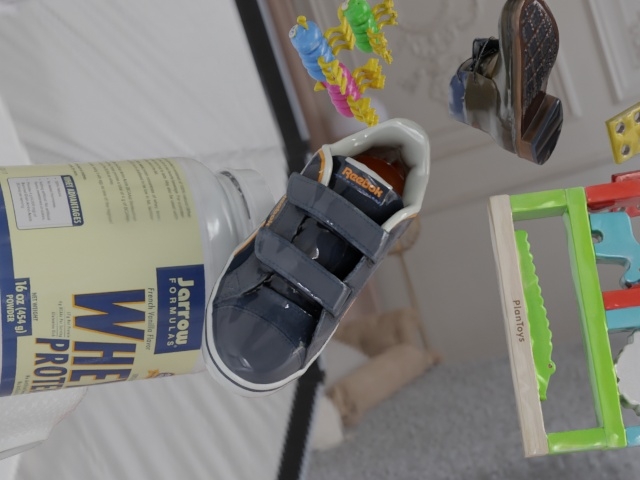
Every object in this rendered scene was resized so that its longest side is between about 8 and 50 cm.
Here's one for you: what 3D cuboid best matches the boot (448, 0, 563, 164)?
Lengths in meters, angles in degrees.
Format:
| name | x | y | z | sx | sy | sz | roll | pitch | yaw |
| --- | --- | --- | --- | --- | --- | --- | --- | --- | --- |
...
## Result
| name | x | y | z | sx | sy | sz | roll | pitch | yaw |
| --- | --- | --- | --- | --- | --- | --- | --- | --- | --- |
| boot | 0.158 | -0.154 | 1.135 | 0.106 | 0.219 | 0.082 | 23 | 65 | 26 |

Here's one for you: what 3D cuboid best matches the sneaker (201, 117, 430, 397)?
| name | x | y | z | sx | sy | sz | roll | pitch | yaw |
| --- | --- | --- | --- | --- | --- | --- | --- | --- | --- |
| sneaker | 0.000 | 0.000 | 1.171 | 0.321 | 0.126 | 0.127 | -57 | 1 | -34 |

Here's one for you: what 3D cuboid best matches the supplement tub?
| name | x | y | z | sx | sy | sz | roll | pitch | yaw |
| --- | --- | --- | --- | --- | --- | --- | --- | --- | --- |
| supplement tub | -0.220 | 0.032 | 1.284 | 0.324 | 0.235 | 0.235 | -5 | -1 | -21 |

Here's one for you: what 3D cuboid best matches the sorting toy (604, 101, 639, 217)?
| name | x | y | z | sx | sy | sz | roll | pitch | yaw |
| --- | --- | --- | --- | --- | --- | --- | --- | --- | --- |
| sorting toy | 0.396 | -0.087 | 1.214 | 0.274 | 0.132 | 0.046 | -7 | 21 | -26 |

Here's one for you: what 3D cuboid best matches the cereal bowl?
| name | x | y | z | sx | sy | sz | roll | pitch | yaw |
| --- | --- | --- | --- | --- | --- | --- | --- | --- | --- |
| cereal bowl | -0.458 | 0.225 | 1.646 | 0.339 | 0.141 | 0.339 | -20 | -8 | -3 |

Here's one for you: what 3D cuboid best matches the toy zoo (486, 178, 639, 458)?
| name | x | y | z | sx | sy | sz | roll | pitch | yaw |
| --- | --- | --- | --- | --- | --- | --- | --- | --- | --- |
| toy zoo | 0.279 | 0.045 | 0.887 | 0.293 | 0.192 | 0.030 | -7 | -14 | 0 |

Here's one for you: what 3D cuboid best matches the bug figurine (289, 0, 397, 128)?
| name | x | y | z | sx | sy | sz | roll | pitch | yaw |
| --- | --- | --- | --- | --- | --- | --- | --- | --- | --- |
| bug figurine | 0.026 | -0.265 | 1.516 | 0.072 | 0.216 | 0.279 | -3 | 52 | 21 |
